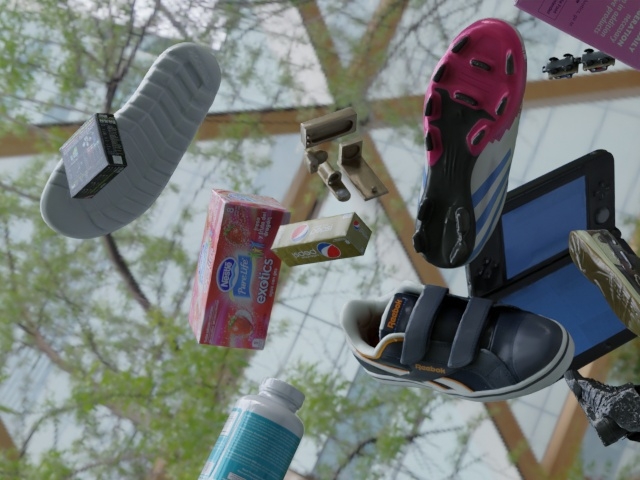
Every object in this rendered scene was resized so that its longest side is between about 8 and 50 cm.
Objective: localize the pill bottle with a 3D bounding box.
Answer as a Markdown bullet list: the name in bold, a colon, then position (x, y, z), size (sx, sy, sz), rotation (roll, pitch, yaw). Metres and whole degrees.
- **pill bottle**: position (-0.123, 0.395, 1.768), size (0.264, 0.146, 0.146), rotation (-63, -27, -21)

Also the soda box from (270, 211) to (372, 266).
- **soda box**: position (0.000, 0.000, 1.706), size (0.061, 0.181, 0.058), rotation (46, -130, -35)

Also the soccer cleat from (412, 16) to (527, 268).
- **soccer cleat**: position (0.192, -0.124, 1.184), size (0.143, 0.116, 0.331), rotation (-33, -41, -54)

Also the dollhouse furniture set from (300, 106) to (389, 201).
- **dollhouse furniture set**: position (0.050, -0.163, 1.879), size (0.144, 0.123, 0.151), rotation (-21, -37, -18)

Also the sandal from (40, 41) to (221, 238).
- **sandal**: position (-0.327, -0.169, 1.667), size (0.169, 0.102, 0.416), rotation (44, -98, -21)

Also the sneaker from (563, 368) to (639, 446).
- **sneaker**: position (0.403, 0.221, 1.275), size (0.089, 0.170, 0.051), rotation (-31, -60, 9)

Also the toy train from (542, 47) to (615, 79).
- **toy train**: position (0.371, -0.242, 1.254), size (0.036, 0.158, 0.027), rotation (24, -111, -43)

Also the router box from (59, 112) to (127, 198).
- **router box**: position (-0.360, -0.132, 1.477), size (0.038, 0.122, 0.092), rotation (-1, -113, -45)

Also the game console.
- **game console**: position (0.390, 0.038, 1.451), size (0.293, 0.173, 0.250), rotation (-25, -54, -18)

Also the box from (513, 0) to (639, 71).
- **box**: position (0.333, -0.255, 0.949), size (0.117, 0.242, 0.213), rotation (-63, 0, 29)

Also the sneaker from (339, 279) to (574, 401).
- **sneaker**: position (0.159, 0.127, 1.210), size (0.127, 0.321, 0.126), rotation (50, -130, -33)

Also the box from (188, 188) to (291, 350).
- **box**: position (-0.172, 0.058, 1.932), size (0.142, 0.154, 0.300), rotation (8, -78, -19)

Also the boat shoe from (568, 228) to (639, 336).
- **boat shoe**: position (0.308, 0.036, 0.948), size (0.049, 0.152, 0.056), rotation (-19, -44, -8)
